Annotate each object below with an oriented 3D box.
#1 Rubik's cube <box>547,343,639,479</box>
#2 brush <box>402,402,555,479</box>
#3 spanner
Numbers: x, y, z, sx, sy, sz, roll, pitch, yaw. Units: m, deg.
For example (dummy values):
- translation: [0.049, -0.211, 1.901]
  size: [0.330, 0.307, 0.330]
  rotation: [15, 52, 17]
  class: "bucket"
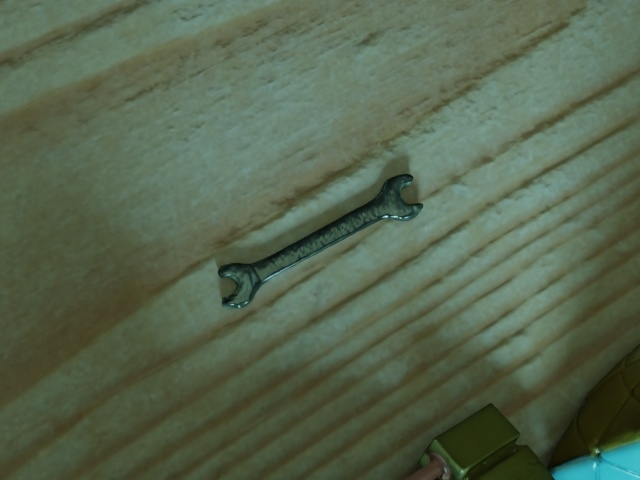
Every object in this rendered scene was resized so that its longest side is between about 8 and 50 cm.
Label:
- translation: [0.359, 0.230, 1.056]
  size: [0.254, 0.254, 0.255]
  rotation: [2, 75, -7]
  class: "Rubik's cube"
- translation: [0.120, 0.244, 0.998]
  size: [0.233, 0.047, 0.103]
  rotation: [-18, 59, -43]
  class: "brush"
- translation: [0.000, 0.000, 1.131]
  size: [0.254, 0.015, 0.054]
  rotation: [-28, 81, -14]
  class: "spanner"
